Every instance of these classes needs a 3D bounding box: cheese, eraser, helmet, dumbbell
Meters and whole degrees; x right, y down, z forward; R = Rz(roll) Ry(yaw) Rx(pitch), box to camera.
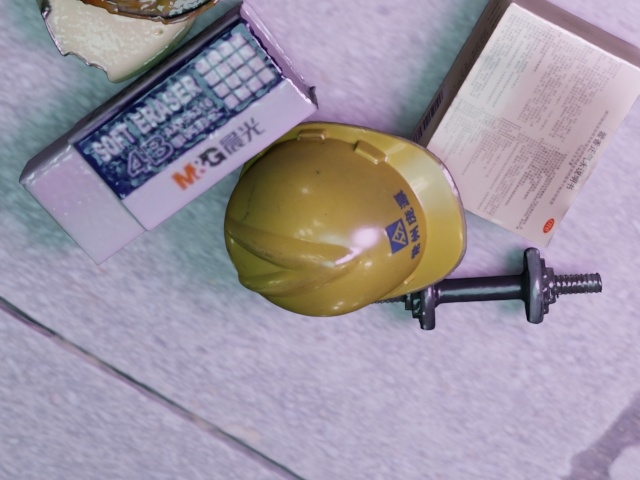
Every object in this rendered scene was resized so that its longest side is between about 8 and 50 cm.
[{"bbox_3d":[-0.146,-0.242,1.888,0.255,0.050,0.127,-20,109,7],"label":"cheese"},{"bbox_3d":[-0.153,-0.106,1.923,0.287,0.086,0.130,-36,108,13],"label":"eraser"},{"bbox_3d":[0.000,0.000,1.891,0.257,0.140,0.205,0,117,31],"label":"helmet"},{"bbox_3d":[0.165,0.050,1.992,0.254,0.081,0.082,-3,112,1],"label":"dumbbell"}]

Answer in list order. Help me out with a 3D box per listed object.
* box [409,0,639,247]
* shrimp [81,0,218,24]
[{"bbox_3d":[0.205,-0.126,1.914,0.168,0.095,0.212,27,110,-9],"label":"box"},{"bbox_3d":[-0.178,-0.282,1.837,0.253,0.058,0.173,-8,74,2],"label":"shrimp"}]
